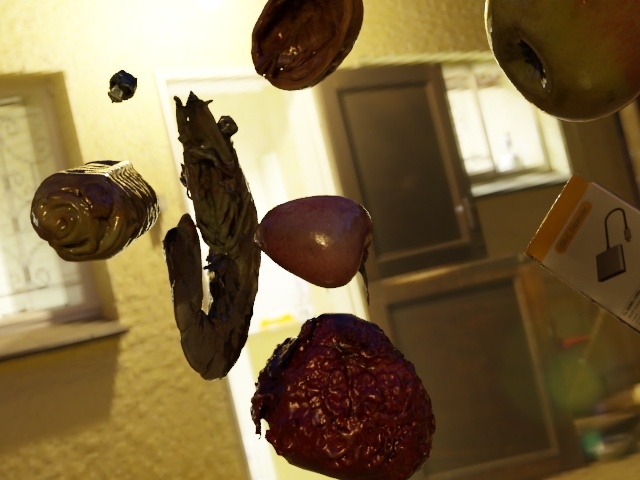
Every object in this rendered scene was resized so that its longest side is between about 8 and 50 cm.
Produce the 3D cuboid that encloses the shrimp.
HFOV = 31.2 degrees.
[{"bbox_3d":[-0.127,0.002,1.304,0.085,0.360,0.247,2,30,12],"label":"shrimp"}]

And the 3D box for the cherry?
[{"bbox_3d":[0.000,0.000,1.194,0.126,0.106,0.087,10,-52,-18],"label":"cherry"}]

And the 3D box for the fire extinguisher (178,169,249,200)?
[{"bbox_3d":[-0.169,-0.081,1.701,0.078,0.045,0.157,-28,23,-19],"label":"fire extinguisher"}]

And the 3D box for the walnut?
[{"bbox_3d":[-0.004,-0.306,1.683,0.087,0.167,0.211,8,-38,-47],"label":"walnut"}]

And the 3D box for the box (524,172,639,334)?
[{"bbox_3d":[0.383,0.031,1.406,0.033,0.247,0.129,2,-58,-57],"label":"box"}]

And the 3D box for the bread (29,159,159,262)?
[{"bbox_3d":[-0.217,-0.032,1.122,0.087,0.098,0.269,-41,6,2],"label":"bread"}]

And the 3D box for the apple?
[{"bbox_3d":[0.331,-0.285,1.490,0.194,0.261,0.261,-33,3,-17],"label":"apple"}]

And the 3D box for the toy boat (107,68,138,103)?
[{"bbox_3d":[-0.240,-0.181,1.376,0.038,0.038,0.083,-13,-2,-15],"label":"toy boat"}]

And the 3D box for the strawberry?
[{"bbox_3d":[0.038,0.221,1.654,0.274,0.220,0.274,12,23,-5],"label":"strawberry"}]
